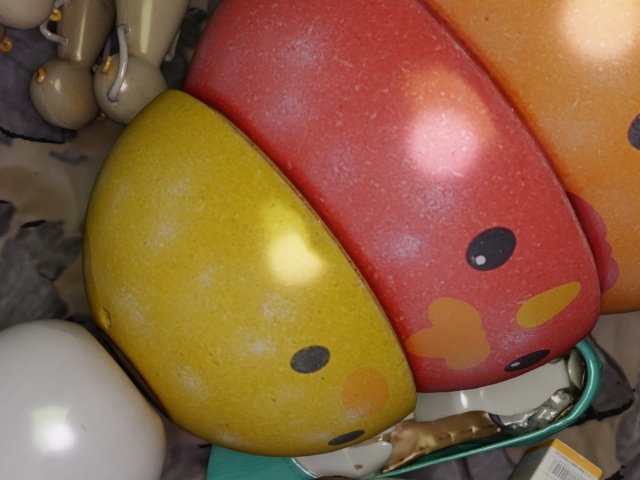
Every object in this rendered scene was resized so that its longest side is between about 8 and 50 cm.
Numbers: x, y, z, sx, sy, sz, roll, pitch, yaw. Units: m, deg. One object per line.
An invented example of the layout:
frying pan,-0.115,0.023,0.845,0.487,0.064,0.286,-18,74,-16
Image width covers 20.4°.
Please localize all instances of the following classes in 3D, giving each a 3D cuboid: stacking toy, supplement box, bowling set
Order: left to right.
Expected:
bowling set,-0.153,-0.129,1.033,0.199,0.287,0.154,-7,63,33
stacking toy,0.000,0.000,0.931,0.480,0.350,0.351,-40,85,-10
supplement box,0.118,0.168,1.039,0.036,0.062,0.098,35,74,-1

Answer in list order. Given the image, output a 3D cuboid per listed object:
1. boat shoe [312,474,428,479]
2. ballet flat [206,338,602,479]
boat shoe,0.039,0.282,0.978,0.098,0.109,0.302,5,79,-29
ballet flat,0.051,0.096,1.033,0.247,0.087,0.083,-14,78,-12
